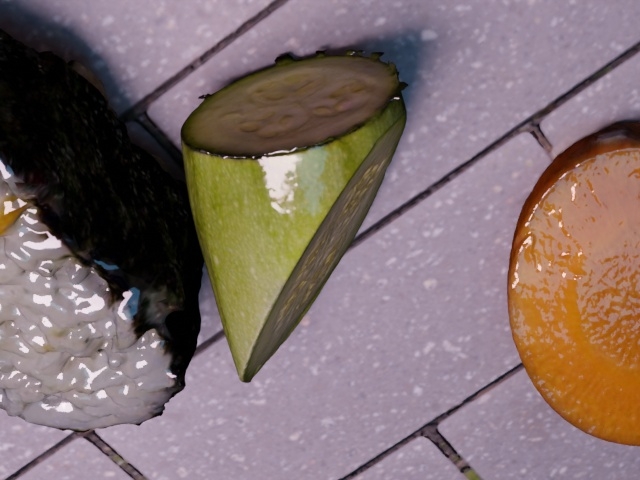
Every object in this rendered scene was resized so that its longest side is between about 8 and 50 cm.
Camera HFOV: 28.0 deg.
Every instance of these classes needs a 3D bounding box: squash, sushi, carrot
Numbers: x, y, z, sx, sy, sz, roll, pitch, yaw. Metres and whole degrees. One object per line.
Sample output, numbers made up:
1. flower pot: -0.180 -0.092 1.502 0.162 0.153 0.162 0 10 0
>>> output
1. squash: 0.000 0.000 1.021 0.189 0.189 0.260 -14 119 -1
2. sushi: -0.220 -0.008 0.984 0.211 0.171 0.350 -20 126 23
3. carrot: 0.291 0.035 1.155 0.258 0.100 0.307 -19 115 4
